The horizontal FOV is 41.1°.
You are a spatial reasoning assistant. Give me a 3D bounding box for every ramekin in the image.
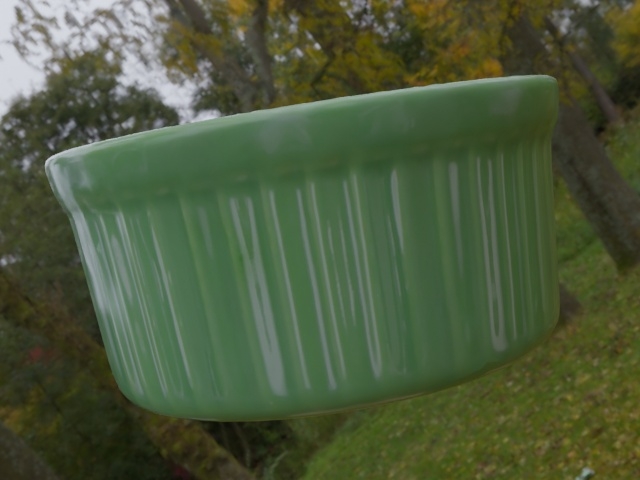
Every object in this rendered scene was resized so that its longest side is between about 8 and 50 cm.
[{"bbox_3d":[0.000,0.000,0.525,0.304,0.148,0.303,-9,5,1],"label":"ramekin"}]
